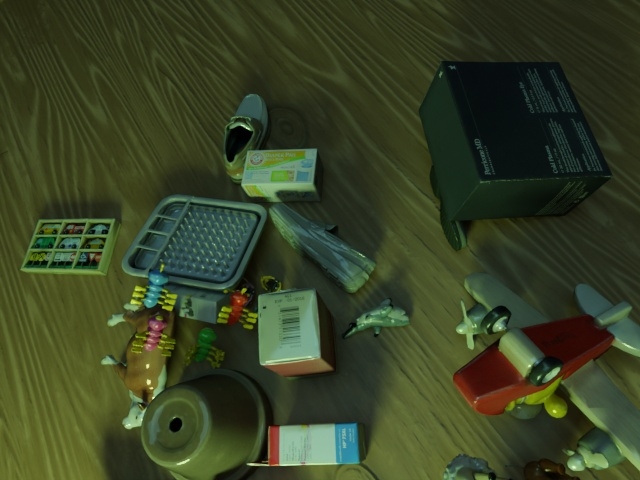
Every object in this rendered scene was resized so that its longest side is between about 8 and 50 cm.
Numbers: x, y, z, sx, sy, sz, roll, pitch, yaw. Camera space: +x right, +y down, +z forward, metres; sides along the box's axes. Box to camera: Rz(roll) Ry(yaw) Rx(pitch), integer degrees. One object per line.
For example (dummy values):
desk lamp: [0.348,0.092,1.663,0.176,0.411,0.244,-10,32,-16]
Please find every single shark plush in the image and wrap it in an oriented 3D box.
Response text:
shark plush: [0.127,0.198,1.077,0.161,0.073,0.067,-25,94,-5]

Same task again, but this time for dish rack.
dish rack: [-0.323,0.011,1.215,0.333,0.072,0.285,7,52,15]

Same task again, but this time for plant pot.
plant pot: [-0.255,0.396,0.974,0.263,0.229,0.263,-4,66,9]

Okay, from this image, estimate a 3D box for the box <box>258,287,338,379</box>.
box: [-0.043,0.213,1.005,0.127,0.232,0.149,-9,65,8]

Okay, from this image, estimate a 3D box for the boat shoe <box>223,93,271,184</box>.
boat shoe: [-0.219,-0.321,1.348,0.113,0.103,0.302,-1,67,11]

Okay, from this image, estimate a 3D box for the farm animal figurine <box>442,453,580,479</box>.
farm animal figurine: [0.336,0.560,0.801,0.326,0.172,0.330,16,65,-26]

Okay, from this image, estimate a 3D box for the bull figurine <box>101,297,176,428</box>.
bull figurine: [-0.434,0.285,1.103,0.188,0.101,0.310,15,90,24]

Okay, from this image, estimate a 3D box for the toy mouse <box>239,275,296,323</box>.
toy mouse: [-0.159,0.156,1.167,0.161,0.031,0.143,23,73,21]

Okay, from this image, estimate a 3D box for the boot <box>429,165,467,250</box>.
boot: [0.379,-0.102,1.141,0.161,0.083,0.246,-9,67,2]

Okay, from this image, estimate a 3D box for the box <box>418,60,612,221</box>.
box: [0.439,-0.240,1.085,0.312,0.179,0.343,-2,65,-10]

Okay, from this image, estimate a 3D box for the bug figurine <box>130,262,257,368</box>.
bug figurine: [-0.297,0.174,1.026,0.216,0.279,0.072,-65,29,9]

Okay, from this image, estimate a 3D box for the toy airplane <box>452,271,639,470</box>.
toy airplane: [0.452,0.243,0.901,0.384,0.272,0.386,19,35,8]

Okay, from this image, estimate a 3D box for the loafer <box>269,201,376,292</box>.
loafer: [0.000,0.000,1.164,0.319,0.112,0.111,41,75,16]

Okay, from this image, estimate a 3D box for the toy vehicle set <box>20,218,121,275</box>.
toy vehicle set: [-0.738,0.018,1.348,0.267,0.035,0.166,0,67,12]

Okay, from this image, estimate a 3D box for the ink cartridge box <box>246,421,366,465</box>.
ink cartridge box: [-0.026,0.429,0.961,0.231,0.134,0.078,-6,67,9]

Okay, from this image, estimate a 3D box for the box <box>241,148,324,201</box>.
box: [-0.102,-0.178,1.260,0.203,0.103,0.114,0,67,12]

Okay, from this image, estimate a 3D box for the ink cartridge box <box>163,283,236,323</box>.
ink cartridge box: [-0.319,0.149,1.158,0.181,0.104,0.061,9,106,16]
